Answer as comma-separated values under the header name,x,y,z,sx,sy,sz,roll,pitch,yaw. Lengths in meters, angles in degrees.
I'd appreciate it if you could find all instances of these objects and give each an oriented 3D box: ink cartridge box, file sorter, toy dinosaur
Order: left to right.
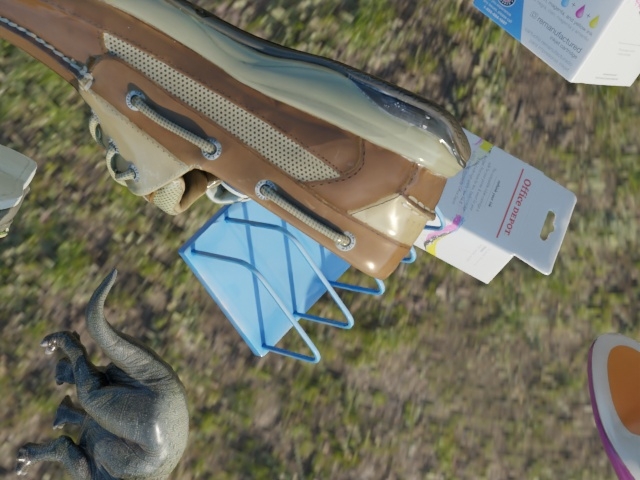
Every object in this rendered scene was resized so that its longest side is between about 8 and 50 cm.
name,x,y,z,sx,sy,sz,roll,pitch,yaw
toy dinosaur,-0.175,0.162,1.383,0.160,0.121,0.313,20,111,11
file sorter,0.000,0.000,1.243,0.170,0.104,0.118,-46,118,-22
ink cartridge box,0.144,-0.039,1.538,0.198,0.115,0.067,29,146,-4
ink cartridge box,0.334,-0.324,1.822,0.171,0.168,0.233,44,116,26

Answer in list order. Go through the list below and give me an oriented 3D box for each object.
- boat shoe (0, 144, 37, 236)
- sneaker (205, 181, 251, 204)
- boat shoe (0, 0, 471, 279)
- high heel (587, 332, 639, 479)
name,x,y,z,sx,sy,sz,roll,pitch,yaw
boat shoe,-0.363,-0.037,1.587,0.109,0.305,0.091,25,100,-3
sneaker,-0.069,-0.070,1.207,0.064,0.192,0.086,30,84,-15
boat shoe,-0.079,-0.075,0.900,0.324,0.122,0.120,24,94,14
high heel,0.257,0.192,1.169,0.082,0.244,0.117,-20,152,-16
